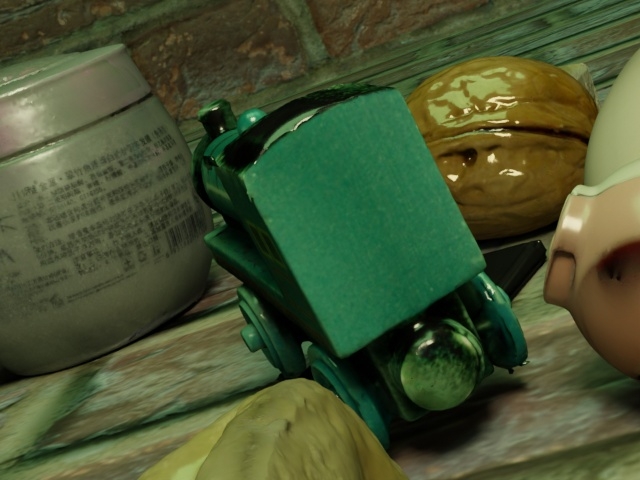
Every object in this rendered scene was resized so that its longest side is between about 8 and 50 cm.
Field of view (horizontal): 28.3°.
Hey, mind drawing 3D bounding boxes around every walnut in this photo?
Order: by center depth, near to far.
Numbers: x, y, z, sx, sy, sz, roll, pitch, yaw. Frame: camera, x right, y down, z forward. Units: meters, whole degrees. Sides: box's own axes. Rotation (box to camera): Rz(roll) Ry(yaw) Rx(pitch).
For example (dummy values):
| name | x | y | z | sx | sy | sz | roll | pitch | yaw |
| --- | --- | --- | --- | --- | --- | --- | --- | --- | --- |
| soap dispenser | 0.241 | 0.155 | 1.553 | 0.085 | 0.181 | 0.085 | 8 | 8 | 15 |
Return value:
| name | x | y | z | sx | sy | sz | roll | pitch | yaw |
| --- | --- | --- | --- | --- | --- | --- | --- | --- | --- |
| walnut | 0.136 | -0.073 | 0.997 | 0.180 | 0.144 | 0.144 | -3 | 19 | 27 |

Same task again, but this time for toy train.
| name | x | y | z | sx | sy | sz | roll | pitch | yaw |
| --- | --- | --- | --- | --- | --- | --- | --- | --- | --- |
| toy train | 0.000 | 0.000 | 0.736 | 0.120 | 0.194 | 0.298 | -32 | 17 | -11 |

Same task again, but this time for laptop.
| name | x | y | z | sx | sy | sz | roll | pitch | yaw |
| --- | --- | --- | --- | --- | --- | --- | --- | --- | --- |
| laptop | 0.065 | 0.053 | 0.866 | 0.135 | 0.016 | 0.197 | -15 | 13 | 33 |

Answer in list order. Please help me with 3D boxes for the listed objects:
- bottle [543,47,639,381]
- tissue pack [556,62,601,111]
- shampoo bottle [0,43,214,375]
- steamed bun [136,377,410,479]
| name | x | y | z | sx | sy | sz | roll | pitch | yaw |
| --- | --- | --- | --- | --- | --- | --- | --- | --- | --- |
| bottle | 0.196 | -0.012 | 0.646 | 0.147 | 0.147 | 0.236 | -13 | 22 | 33 |
| tissue pack | 0.147 | -0.088 | 1.164 | 0.196 | 0.092 | 0.148 | -11 | 15 | 36 |
| shampoo bottle | -0.248 | -0.035 | 1.188 | 0.273 | 0.266 | 0.273 | -19 | 12 | 4 |
| steamed bun | -0.036 | 0.143 | 0.397 | 0.155 | 0.141 | 0.172 | -32 | 6 | 14 |
